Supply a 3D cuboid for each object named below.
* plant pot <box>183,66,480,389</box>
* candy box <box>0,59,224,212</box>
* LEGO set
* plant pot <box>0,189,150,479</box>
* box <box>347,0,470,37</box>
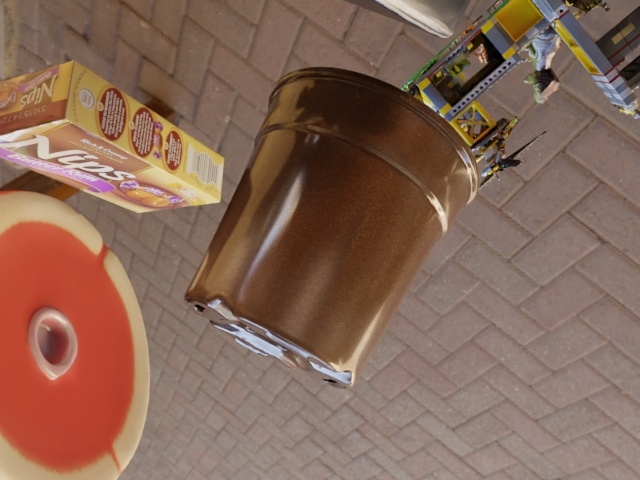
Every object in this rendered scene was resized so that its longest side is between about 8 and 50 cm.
[{"bbox_3d":[0.000,0.000,0.389,0.167,0.165,0.167,25,161,10],"label":"plant pot"},{"bbox_3d":[-0.183,-0.079,0.494,0.109,0.053,0.187,-5,165,25],"label":"candy box"},{"bbox_3d":[0.261,-0.196,0.656,0.331,0.255,0.192,-41,99,9],"label":"LEGO set"},{"bbox_3d":[-0.268,0.091,0.365,0.243,0.275,0.274,-15,117,10],"label":"plant pot"},{"bbox_3d":[0.006,-0.363,0.297,0.293,0.212,0.395,43,115,44],"label":"box"}]
